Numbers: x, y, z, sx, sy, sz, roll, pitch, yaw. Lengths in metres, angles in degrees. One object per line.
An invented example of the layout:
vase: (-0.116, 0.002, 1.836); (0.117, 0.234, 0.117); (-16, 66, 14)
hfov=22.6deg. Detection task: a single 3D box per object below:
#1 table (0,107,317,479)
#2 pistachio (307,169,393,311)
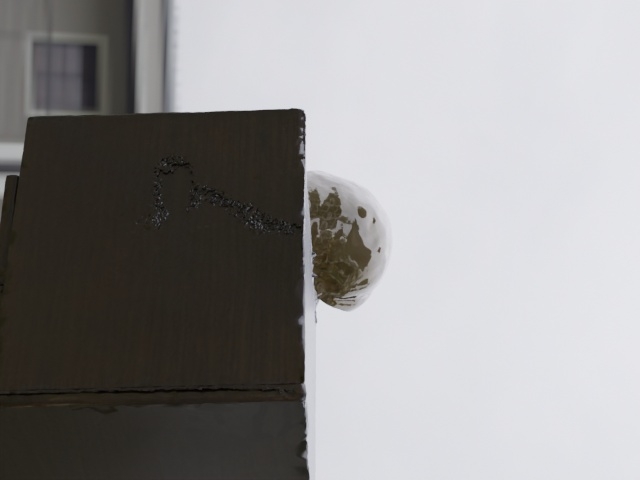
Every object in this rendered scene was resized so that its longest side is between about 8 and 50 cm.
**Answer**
table: (-0.089, 0.054, 0.875); (0.169, 0.172, 0.193); (87, 2, -51)
pistachio: (0.000, 0.000, 1.179); (0.149, 0.113, 0.113); (-71, 170, -70)
